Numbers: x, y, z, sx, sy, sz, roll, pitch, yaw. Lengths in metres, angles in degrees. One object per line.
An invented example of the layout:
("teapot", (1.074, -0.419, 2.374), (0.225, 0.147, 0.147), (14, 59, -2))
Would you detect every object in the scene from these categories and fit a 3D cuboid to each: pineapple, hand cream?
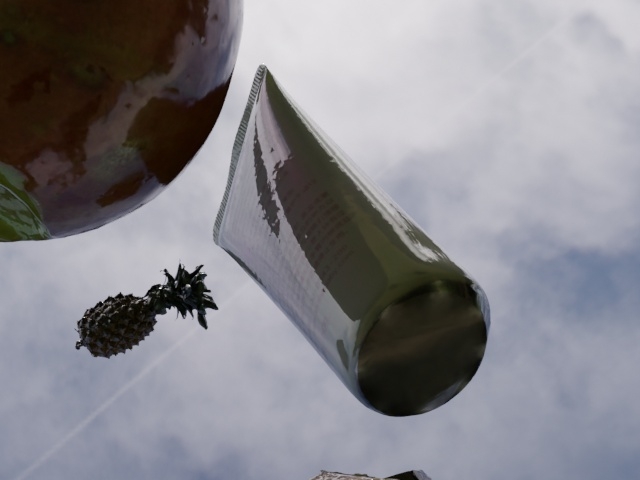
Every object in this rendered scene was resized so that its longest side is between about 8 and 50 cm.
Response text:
("pineapple", (-0.255, 0.109, 1.422), (0.221, 0.083, 0.103), (-25, -140, 3))
("hand cream", (0.000, 0.000, 0.817), (0.117, 0.186, 0.359), (1, -152, -31))

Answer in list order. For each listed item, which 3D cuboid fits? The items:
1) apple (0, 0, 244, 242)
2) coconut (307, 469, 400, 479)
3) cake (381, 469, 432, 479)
("apple", (-0.215, -0.166, 0.727), (0.339, 0.339, 0.340), (4, -112, -10))
("coconut", (0.023, 0.163, 0.492), (0.124, 0.110, 0.110), (-6, -118, 33))
("cake", (0.069, 0.371, 1.101), (0.207, 0.185, 0.178), (-3, -118, -35))
